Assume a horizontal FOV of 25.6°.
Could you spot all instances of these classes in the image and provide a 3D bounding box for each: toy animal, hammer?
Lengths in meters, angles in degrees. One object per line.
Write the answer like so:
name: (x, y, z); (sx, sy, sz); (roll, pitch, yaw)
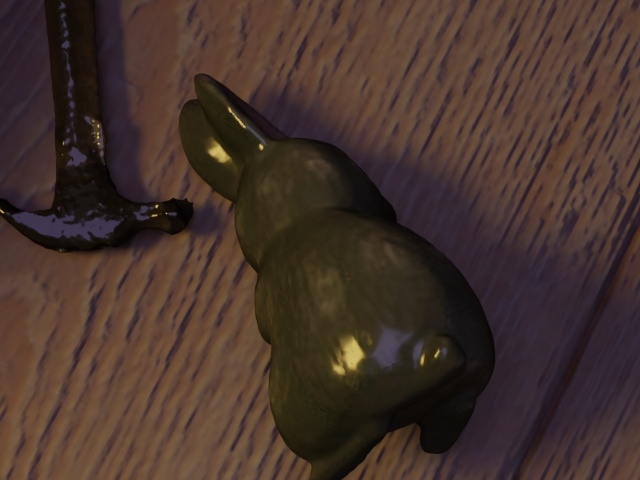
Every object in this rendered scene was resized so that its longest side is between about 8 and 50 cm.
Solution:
toy animal: (0.010, 0.004, 0.730); (0.108, 0.138, 0.236); (-1, 58, -28)
hammer: (-0.143, -0.138, 0.804); (0.125, 0.027, 0.297); (-5, 77, 0)
